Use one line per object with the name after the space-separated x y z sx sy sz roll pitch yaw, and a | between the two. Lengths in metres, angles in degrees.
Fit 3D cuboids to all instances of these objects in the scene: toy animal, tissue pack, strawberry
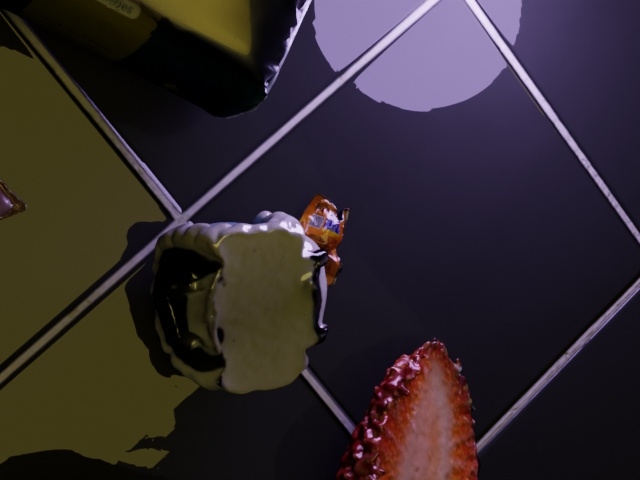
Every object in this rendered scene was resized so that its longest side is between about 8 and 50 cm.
-0.098 0.062 1.647 0.204 0.156 0.208 -10 110 -25 | toy animal
-0.220 -0.346 1.545 0.416 0.253 0.264 26 81 -18 | tissue pack
0.109 0.290 1.761 0.233 0.137 0.306 42 49 -36 | strawberry

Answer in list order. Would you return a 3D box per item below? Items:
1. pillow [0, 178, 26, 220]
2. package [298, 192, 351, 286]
-0.437 -0.081 1.571 0.118 0.043 0.185 -35 99 -12 | pillow
0.000 0.000 1.749 0.077 0.033 0.111 23 86 -30 | package
